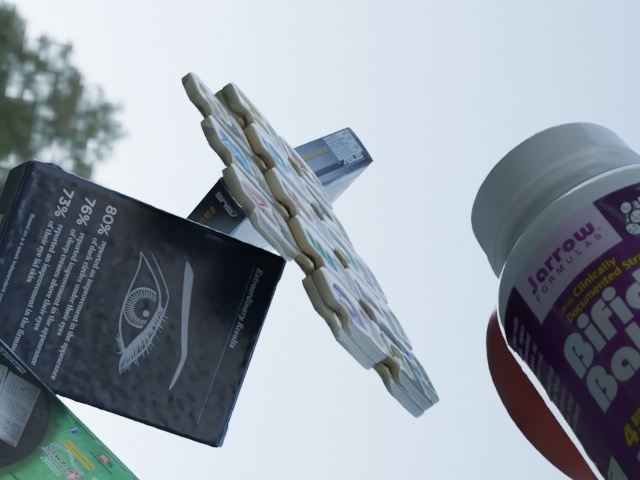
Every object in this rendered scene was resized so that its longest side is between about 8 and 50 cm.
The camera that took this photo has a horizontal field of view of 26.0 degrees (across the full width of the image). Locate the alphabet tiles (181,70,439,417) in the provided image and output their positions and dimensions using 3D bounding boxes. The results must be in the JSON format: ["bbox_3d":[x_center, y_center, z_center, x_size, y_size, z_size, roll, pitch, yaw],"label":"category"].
[{"bbox_3d":[0.000,0.000,1.013,0.021,0.278,0.284,-35,-137,9],"label":"alphabet tiles"}]

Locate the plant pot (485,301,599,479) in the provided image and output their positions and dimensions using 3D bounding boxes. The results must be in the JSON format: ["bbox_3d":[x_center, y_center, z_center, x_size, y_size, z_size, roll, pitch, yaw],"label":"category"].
[{"bbox_3d":[0.322,0.068,1.280,0.243,0.275,0.275,-60,-143,42],"label":"plant pot"}]

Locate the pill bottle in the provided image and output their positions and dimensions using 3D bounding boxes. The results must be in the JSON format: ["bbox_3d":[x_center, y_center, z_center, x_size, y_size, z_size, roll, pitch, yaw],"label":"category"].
[{"bbox_3d":[0.212,0.059,0.855,0.169,0.169,0.301,-63,-143,27],"label":"pill bottle"}]

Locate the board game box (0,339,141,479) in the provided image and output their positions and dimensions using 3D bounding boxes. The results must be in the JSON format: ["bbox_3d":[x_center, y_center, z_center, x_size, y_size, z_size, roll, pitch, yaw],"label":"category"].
[{"bbox_3d":[-0.176,0.109,0.665,0.260,0.136,0.030,39,-55,27],"label":"board game box"}]

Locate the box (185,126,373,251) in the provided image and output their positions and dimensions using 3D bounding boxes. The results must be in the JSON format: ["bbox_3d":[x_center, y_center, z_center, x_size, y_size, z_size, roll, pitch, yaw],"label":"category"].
[{"bbox_3d":[-0.068,-0.036,1.638,0.056,0.231,0.183,55,-45,10],"label":"box"}]

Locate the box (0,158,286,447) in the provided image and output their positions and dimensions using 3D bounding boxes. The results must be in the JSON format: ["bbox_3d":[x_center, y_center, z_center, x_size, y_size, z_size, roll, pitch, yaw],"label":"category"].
[{"bbox_3d":[-0.153,0.048,1.027,0.108,0.207,0.153,-4,-115,70],"label":"box"}]
